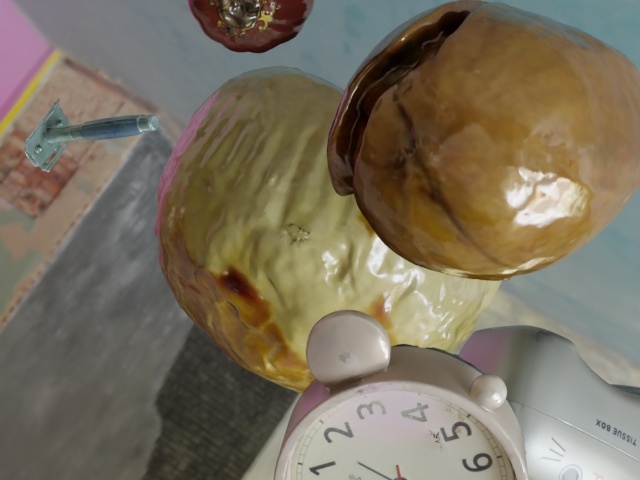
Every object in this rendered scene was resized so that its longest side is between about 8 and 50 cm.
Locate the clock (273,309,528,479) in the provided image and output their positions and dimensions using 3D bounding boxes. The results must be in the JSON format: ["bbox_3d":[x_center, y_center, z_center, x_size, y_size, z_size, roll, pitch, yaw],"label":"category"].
[{"bbox_3d":[0.052,0.141,0.641,0.063,0.156,0.229,-73,-39,-71],"label":"clock"}]

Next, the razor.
[{"bbox_3d":[-0.205,-0.103,0.971,0.135,0.068,0.040,-4,134,31],"label":"razor"}]

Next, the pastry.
[{"bbox_3d":[0.000,0.000,1.128,0.389,0.312,0.388,26,-176,-2],"label":"pastry"}]

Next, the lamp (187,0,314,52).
[{"bbox_3d":[-0.054,-0.192,0.806,0.101,0.090,0.101,6,124,9],"label":"lamp"}]

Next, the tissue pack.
[{"bbox_3d":[0.332,0.285,1.489,0.333,0.236,0.229,29,162,-20],"label":"tissue pack"}]

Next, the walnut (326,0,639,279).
[{"bbox_3d":[0.149,-0.075,0.798,0.209,0.209,0.336,27,-155,35],"label":"walnut"}]
